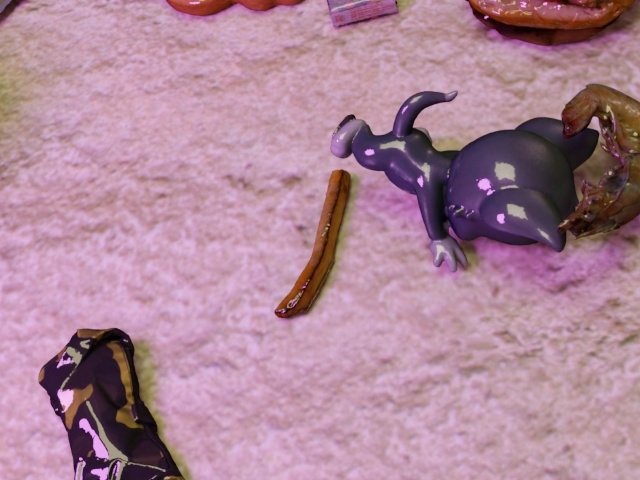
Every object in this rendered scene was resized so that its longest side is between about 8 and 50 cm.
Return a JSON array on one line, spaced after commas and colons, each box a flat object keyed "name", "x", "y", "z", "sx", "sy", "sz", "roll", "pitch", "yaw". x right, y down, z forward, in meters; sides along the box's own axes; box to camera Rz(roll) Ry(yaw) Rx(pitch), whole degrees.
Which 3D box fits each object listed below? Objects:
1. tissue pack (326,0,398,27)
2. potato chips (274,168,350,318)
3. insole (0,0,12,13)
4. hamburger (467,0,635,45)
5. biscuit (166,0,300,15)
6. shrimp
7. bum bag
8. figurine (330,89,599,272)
[{"name": "tissue pack", "x": 0.048, "y": -0.300, "z": 1.723, "sx": 0.083, "sy": 0.035, "sz": 0.063, "roll": -14, "pitch": 52, "yaw": 1}, {"name": "potato chips", "x": 0.000, "y": 0.000, "z": 1.518, "sx": 0.037, "sy": 0.026, "sz": 0.204, "roll": 0, "pitch": 54, "yaw": 30}, {"name": "insole", "x": -0.446, "y": -0.314, "z": 1.847, "sx": 0.322, "sy": 0.007, "sz": 0.109, "roll": -39, "pitch": 51, "yaw": -21}, {"name": "hamburger", "x": 0.278, "y": -0.356, "z": 1.634, "sx": 0.245, "sy": 0.163, "sz": 0.244, "roll": -7, "pitch": 54, "yaw": 10}, {"name": "biscuit", "x": -0.154, "y": -0.378, "z": 1.821, "sx": 0.334, "sy": 0.047, "sz": 0.202, "roll": 19, "pitch": 60, "yaw": 24}, {"name": "shrimp", "x": 0.288, "y": -0.079, "z": 1.430, "sx": 0.143, "sy": 0.052, "sz": 0.251, "roll": 51, "pitch": 40, "yaw": 1}, {"name": "bum bag", "x": -0.212, "y": 0.181, "z": 1.407, "sx": 0.107, "sy": 0.060, "sz": 0.232, "roll": -20, "pitch": 54, "yaw": -14}, {"name": "figurine", "x": 0.154, "y": -0.084, "z": 1.478, "sx": 0.265, "sy": 0.140, "sz": 0.193, "roll": 34, "pitch": 46, "yaw": 6}]
